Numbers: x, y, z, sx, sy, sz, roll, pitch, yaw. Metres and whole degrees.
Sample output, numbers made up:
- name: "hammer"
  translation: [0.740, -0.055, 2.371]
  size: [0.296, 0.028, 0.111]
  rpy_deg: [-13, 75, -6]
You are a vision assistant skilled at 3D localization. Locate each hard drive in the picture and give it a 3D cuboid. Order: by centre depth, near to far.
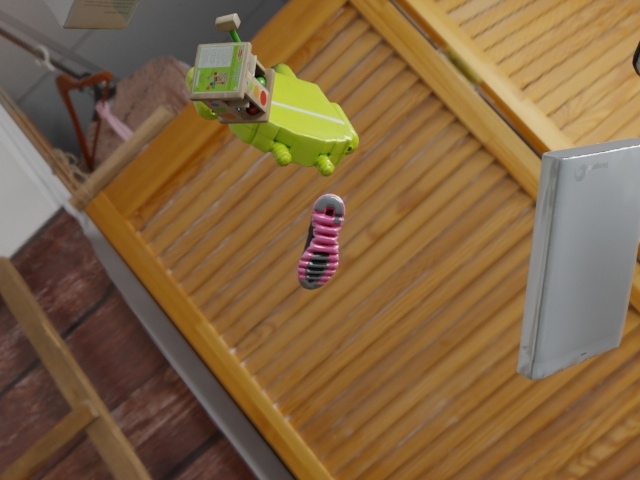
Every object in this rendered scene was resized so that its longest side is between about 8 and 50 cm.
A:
- name: "hard drive"
  translation: [0.363, 0.024, 0.999]
  size: [0.203, 0.040, 0.308]
  rpy_deg: [-12, -66, -33]

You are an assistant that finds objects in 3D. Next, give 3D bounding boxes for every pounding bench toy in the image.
- name: "pounding bench toy"
  translation: [-0.075, -0.155, 0.667]
  size: [0.065, 0.052, 0.083]
  rpy_deg: [32, -118, -65]

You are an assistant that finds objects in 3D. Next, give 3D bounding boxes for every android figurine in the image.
- name: "android figurine"
  translation: [-0.057, -0.176, 1.000]
  size: [0.248, 0.273, 0.056]
  rpy_deg: [9, -56, -31]

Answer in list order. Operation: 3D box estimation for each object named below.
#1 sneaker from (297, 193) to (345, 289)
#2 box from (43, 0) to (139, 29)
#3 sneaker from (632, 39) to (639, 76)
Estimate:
- name: "sneaker"
  translation: [0.000, 0.000, 0.879]
  size: [0.057, 0.047, 0.119]
  rpy_deg: [-125, 50, -76]
- name: "box"
  translation: [-0.251, -0.341, 0.806]
  size: [0.091, 0.130, 0.170]
  rpy_deg: [-21, -22, -52]
- name: "sneaker"
  translation: [0.297, -0.083, 0.429]
  size: [0.127, 0.316, 0.182]
  rpy_deg: [-24, 16, -8]
